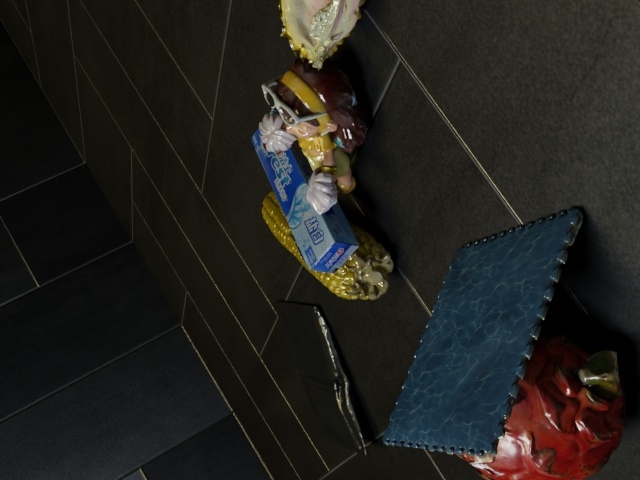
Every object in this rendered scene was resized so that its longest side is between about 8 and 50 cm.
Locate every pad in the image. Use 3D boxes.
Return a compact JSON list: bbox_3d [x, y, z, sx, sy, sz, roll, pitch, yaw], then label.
[{"bbox_3d":[0.165,0.103,0.964,0.012,0.269,0.269,28,161,-13],"label":"pad"}]

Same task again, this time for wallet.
[{"bbox_3d":[0.004,0.275,1.802,0.247,0.041,0.323,-4,109,67],"label":"wallet"}]

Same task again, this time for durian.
[{"bbox_3d":[0.019,-0.302,1.016,0.140,0.078,0.224,68,151,19],"label":"durian"}]

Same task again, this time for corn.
[{"bbox_3d":[0.000,0.000,1.382,0.305,0.106,0.106,37,148,50],"label":"corn"}]

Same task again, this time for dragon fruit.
[{"bbox_3d":[0.232,0.184,0.963,0.209,0.172,0.172,-19,102,28],"label":"dragon fruit"}]

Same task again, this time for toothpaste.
[{"bbox_3d":[-0.028,-0.075,1.303,0.066,0.053,0.272,-50,47,31],"label":"toothpaste"}]

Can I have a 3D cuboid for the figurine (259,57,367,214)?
[{"bbox_3d":[-0.002,-0.143,1.195,0.175,0.115,0.240,52,163,31],"label":"figurine"}]
